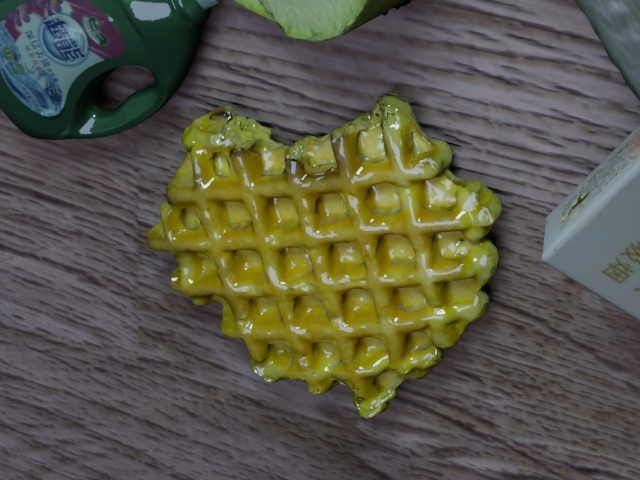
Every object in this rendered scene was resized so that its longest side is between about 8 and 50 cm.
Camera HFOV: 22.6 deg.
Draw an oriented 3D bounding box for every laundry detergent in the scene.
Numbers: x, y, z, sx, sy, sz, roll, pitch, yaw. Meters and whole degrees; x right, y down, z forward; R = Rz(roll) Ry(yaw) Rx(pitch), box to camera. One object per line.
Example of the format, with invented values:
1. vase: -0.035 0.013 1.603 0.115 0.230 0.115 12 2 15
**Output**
1. laundry detergent: -0.155 -0.148 1.188 0.211 0.063 0.137 -14 112 30

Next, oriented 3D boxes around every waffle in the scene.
1. waffle: -0.001 0.001 1.199 0.291 0.051 0.291 12 123 18

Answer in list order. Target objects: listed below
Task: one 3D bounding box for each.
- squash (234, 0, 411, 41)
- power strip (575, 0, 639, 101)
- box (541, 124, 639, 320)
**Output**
1. squash: -0.024 -0.228 1.040 0.220 0.133 0.220 17 127 24
2. power strip: 0.255 -0.211 0.920 0.251 0.092 0.257 -25 103 39
3. box: 0.342 0.031 0.982 0.365 0.051 0.204 31 128 -13
